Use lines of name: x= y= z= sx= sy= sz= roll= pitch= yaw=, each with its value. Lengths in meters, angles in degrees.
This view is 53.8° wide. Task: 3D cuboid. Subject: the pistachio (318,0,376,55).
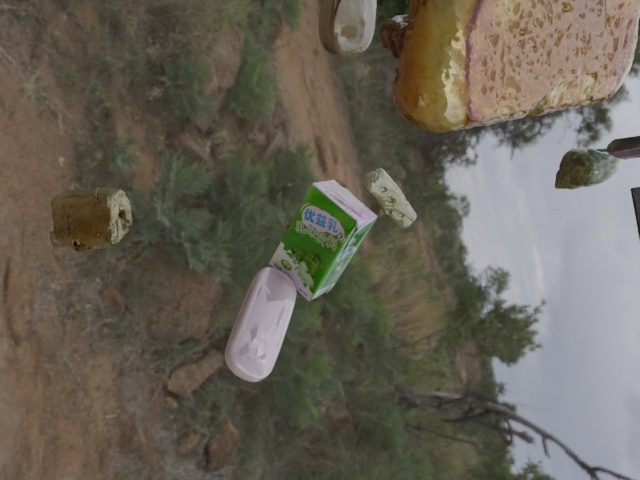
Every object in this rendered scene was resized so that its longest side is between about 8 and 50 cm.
pistachio: x=0.058 y=-0.503 z=1.382 sx=0.131 sy=0.129 sz=0.206 roll=3 pitch=92 yaw=-74

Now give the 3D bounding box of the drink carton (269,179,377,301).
drink carton: x=0.000 y=0.000 z=1.560 sx=0.161 sy=0.271 sz=0.108 roll=41 pitch=28 yaw=20

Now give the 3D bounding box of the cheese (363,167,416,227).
cheese: x=0.165 y=-0.097 z=1.482 sx=0.194 sy=0.064 sz=0.043 roll=45 pitch=18 yaw=-42

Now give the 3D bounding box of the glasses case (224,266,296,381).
glasses case: x=-0.134 y=0.187 z=1.457 sx=0.113 sy=0.075 sz=0.297 roll=35 pitch=44 yaw=-17

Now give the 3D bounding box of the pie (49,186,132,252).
pie: x=-0.458 y=-0.040 z=1.232 sx=0.068 sy=0.282 sz=0.129 roll=4 pitch=87 yaw=-48

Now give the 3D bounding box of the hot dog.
hot dog: x=0.240 y=-0.270 z=0.870 sx=0.223 sy=0.404 sz=0.186 roll=26 pitch=-55 yaw=51

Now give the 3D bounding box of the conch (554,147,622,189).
conch: x=0.657 y=-0.180 z=1.544 sx=0.116 sy=0.172 sz=0.106 roll=-61 pitch=132 yaw=-62

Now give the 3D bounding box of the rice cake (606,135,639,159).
rice cake: x=0.574 y=-0.160 z=1.038 sx=0.047 sy=0.206 sz=0.036 roll=34 pitch=72 yaw=-31

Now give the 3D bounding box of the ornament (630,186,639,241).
ornament: x=0.660 y=-0.034 z=1.108 sx=0.196 sy=0.153 sz=0.167 roll=8 pitch=73 yaw=-75
